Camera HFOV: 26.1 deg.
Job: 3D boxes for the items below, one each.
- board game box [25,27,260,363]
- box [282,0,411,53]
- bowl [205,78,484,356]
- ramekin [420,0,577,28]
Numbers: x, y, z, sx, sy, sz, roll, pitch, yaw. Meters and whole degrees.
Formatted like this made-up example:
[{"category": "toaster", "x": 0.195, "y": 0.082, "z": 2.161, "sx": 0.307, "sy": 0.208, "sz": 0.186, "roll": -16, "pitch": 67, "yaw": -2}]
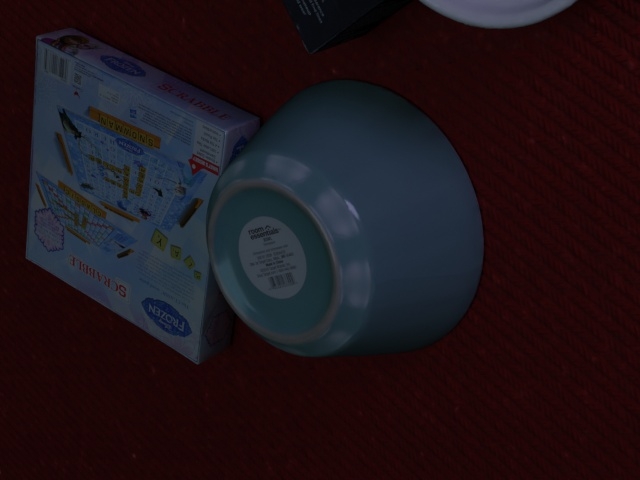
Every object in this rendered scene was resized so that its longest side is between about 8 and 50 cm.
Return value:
[{"category": "board game box", "x": -0.227, "y": -0.057, "z": 1.691, "sx": 0.319, "sy": 0.066, "sz": 0.318, "roll": 29, "pitch": 124, "yaw": 29}, {"category": "box", "x": 0.028, "y": -0.293, "z": 1.356, "sx": 0.158, "sy": 0.093, "sz": 0.156, "roll": -30, "pitch": 87, "yaw": 45}, {"category": "bowl", "x": 0.000, "y": 0.000, "z": 1.456, "sx": 0.311, "sy": 0.163, "sz": 0.311, "roll": 16, "pitch": 118, "yaw": 34}, {"category": "ramekin", "x": 0.175, "y": -0.330, "z": 1.187, "sx": 0.277, "sy": 0.135, "sz": 0.277, "roll": 17, "pitch": 118, "yaw": 36}]
